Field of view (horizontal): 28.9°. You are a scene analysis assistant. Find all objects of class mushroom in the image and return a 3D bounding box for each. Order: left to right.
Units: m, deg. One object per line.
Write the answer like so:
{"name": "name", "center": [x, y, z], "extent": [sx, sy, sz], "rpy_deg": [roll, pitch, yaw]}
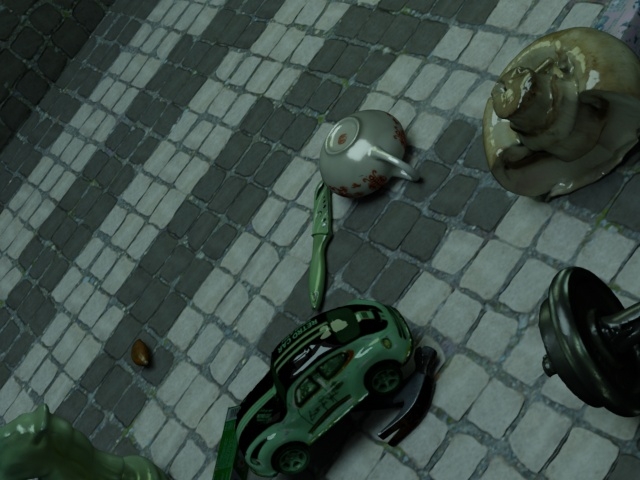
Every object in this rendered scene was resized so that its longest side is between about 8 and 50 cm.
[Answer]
{"name": "mushroom", "center": [0.317, -0.196, 1.696], "extent": [0.254, 0.195, 0.189], "rpy_deg": [-43, 38, 35]}

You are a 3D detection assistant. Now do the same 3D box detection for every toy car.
{"name": "toy car", "center": [-0.013, 0.195, 1.731], "extent": [0.306, 0.125, 0.136], "rpy_deg": [-40, 33, 9]}

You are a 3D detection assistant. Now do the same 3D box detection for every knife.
{"name": "knife", "center": [0.001, 0.001, 2.060], "extent": [0.043, 0.020, 0.293], "rpy_deg": [-31, 37, 30]}

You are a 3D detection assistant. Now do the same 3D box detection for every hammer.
{"name": "hammer", "center": [0.038, 0.238, 1.776], "extent": [0.290, 0.037, 0.137], "rpy_deg": [-17, 45, 40]}

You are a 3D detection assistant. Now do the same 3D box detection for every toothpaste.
{"name": "toothpaste", "center": [-0.134, 0.334, 1.886], "extent": [0.043, 0.037, 0.178], "rpy_deg": [-18, 45, 34]}

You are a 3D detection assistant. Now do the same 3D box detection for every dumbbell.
{"name": "dumbbell", "center": [0.376, 0.084, 1.388], "extent": [0.290, 0.192, 0.192], "rpy_deg": [-31, 38, 28]}

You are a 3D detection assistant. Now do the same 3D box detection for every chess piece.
{"name": "chess piece", "center": [-0.388, 0.367, 1.920], "extent": [0.176, 0.298, 0.175], "rpy_deg": [-28, 40, 27]}

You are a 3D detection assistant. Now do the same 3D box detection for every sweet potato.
{"name": "sweet potato", "center": [-0.325, 0.204, 2.238], "extent": [0.034, 0.034, 0.095], "rpy_deg": [-47, 24, 6]}

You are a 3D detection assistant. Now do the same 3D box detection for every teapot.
{"name": "teapot", "center": [0.075, -0.142, 2.048], "extent": [0.159, 0.116, 0.245], "rpy_deg": [-44, 39, -9]}

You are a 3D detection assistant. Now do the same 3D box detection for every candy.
{"name": "candy", "center": [0.452, -0.309, 1.762], "extent": [0.073, 0.092, 0.160], "rpy_deg": [15, 69, 56]}
